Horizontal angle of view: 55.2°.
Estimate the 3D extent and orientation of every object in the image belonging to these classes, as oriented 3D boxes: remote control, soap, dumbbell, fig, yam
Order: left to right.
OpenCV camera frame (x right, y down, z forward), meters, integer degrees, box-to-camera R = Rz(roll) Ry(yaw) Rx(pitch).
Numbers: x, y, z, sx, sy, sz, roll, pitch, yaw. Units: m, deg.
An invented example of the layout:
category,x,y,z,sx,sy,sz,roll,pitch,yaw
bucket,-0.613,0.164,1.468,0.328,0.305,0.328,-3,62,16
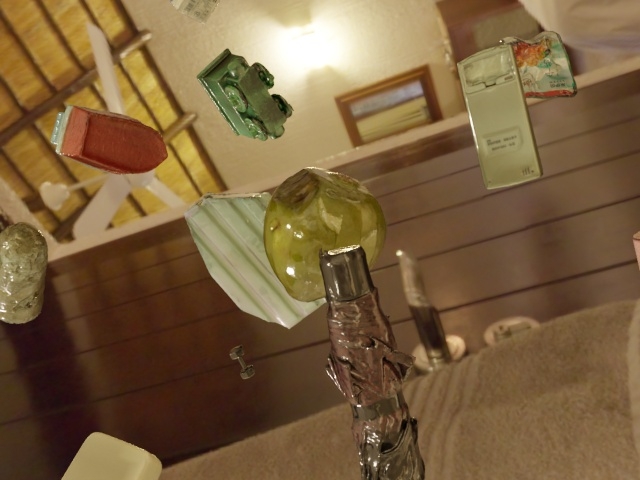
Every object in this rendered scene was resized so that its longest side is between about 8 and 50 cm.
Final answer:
category,x,y,z,sx,sy,sz,roll,pitch,yaw
yam,-0.680,0.075,1.380,0.133,0.330,0.133,17,-132,-20
dumbbell,-0.197,0.307,1.545,0.083,0.040,0.036,64,-149,-11
soap,-0.178,0.036,1.738,0.446,0.261,0.156,49,-164,-12
fig,0.000,0.000,1.169,0.239,0.240,0.271,-68,-6,-71
remote control,0.368,-0.253,1.261,0.038,0.124,0.285,-16,-89,-57

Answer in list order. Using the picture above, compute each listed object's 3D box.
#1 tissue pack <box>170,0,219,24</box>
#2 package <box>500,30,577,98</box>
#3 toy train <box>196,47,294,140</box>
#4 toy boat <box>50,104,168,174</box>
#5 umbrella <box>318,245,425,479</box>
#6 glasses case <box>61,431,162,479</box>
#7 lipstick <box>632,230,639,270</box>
category,x,y,z,sx,sy,sz,roll,pitch,yaw
tissue pack,-0.187,-0.390,0.956,0.062,0.083,0.042,12,-144,-50
package,0.561,-0.459,1.580,0.040,0.166,0.231,80,-172,-60
toy train,-0.204,-0.404,1.747,0.202,0.145,0.266,27,158,44
toy boat,-0.506,-0.237,1.479,0.332,0.133,0.145,6,-82,-67
umbrella,0.057,0.160,0.694,0.094,0.090,0.325,-170,66,-75
glasses case,-0.386,0.474,0.976,0.070,0.131,0.312,76,-147,-53
lipstick,0.517,0.142,0.852,0.087,0.087,0.326,-41,-65,-76
